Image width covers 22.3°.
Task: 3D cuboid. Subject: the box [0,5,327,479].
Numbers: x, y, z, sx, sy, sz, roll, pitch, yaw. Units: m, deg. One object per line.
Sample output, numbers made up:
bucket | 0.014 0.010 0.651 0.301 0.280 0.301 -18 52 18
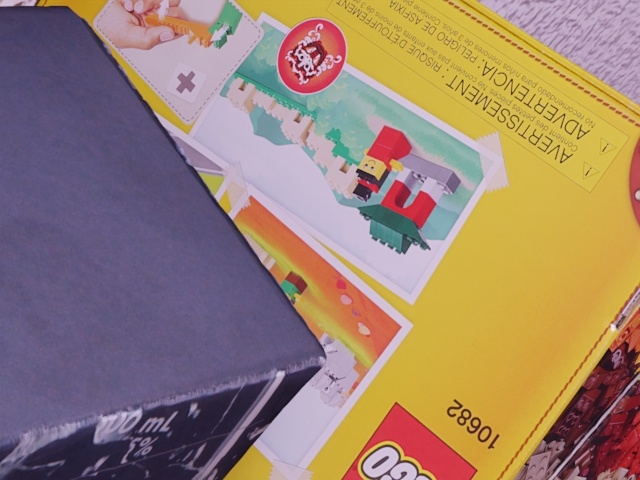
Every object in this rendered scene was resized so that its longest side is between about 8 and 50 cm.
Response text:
box | -0.340 0.137 0.868 0.480 0.297 0.472 -10 145 -49

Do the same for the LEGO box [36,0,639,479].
LEGO box | 0.000 0.000 1.089 0.372 0.500 0.193 -55 150 7
